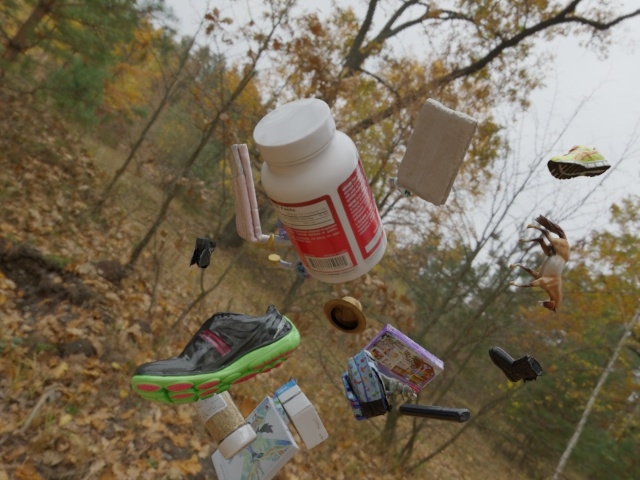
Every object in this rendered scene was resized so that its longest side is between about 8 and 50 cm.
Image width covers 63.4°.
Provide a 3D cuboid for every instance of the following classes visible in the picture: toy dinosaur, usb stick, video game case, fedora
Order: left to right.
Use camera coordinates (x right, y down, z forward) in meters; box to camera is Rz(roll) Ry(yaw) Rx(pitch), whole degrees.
[{"bbox_3d":[-0.253,0.790,1.927,0.036,0.329,0.300,45,-2,-32],"label":"video game case"},{"bbox_3d":[0.106,0.277,2.005,0.194,0.079,0.194,19,-43,19],"label":"fedora"},{"bbox_3d":[0.232,0.514,1.767,0.064,0.118,0.268,5,-29,45],"label":"toy dinosaur"},{"bbox_3d":[0.396,0.604,1.821,0.077,0.045,0.278,2,-11,-39],"label":"usb stick"}]

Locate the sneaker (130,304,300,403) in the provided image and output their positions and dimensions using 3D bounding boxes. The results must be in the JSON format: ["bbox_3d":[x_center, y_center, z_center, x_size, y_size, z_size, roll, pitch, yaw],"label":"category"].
[{"bbox_3d":[-0.297,0.315,1.469,0.202,0.483,0.185,59,-36,26],"label":"sneaker"}]

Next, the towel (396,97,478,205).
[{"bbox_3d":[0.342,-0.257,1.544,0.049,0.282,0.187,-7,35,-46],"label":"towel"}]

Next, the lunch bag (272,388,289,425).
[{"bbox_3d":[-0.170,0.767,2.338,0.096,0.129,0.151,7,-45,45],"label":"lunch bag"}]

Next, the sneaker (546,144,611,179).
[{"bbox_3d":[0.748,-0.237,1.528,0.209,0.094,0.081,-2,-25,-21],"label":"sneaker"}]

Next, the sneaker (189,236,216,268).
[{"bbox_3d":[-0.338,0.039,1.495,0.051,0.089,0.170,6,-5,0],"label":"sneaker"}]

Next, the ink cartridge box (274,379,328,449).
[{"bbox_3d":[-0.065,0.563,1.687,0.139,0.082,0.191,66,-14,-17],"label":"ink cartridge box"}]

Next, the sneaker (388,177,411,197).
[{"bbox_3d":[0.274,-0.191,1.827,0.069,0.038,0.098,20,-22,51],"label":"sneaker"}]

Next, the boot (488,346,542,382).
[{"bbox_3d":[0.518,0.323,1.374,0.121,0.045,0.099,52,-34,5],"label":"boot"}]

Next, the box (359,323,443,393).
[{"bbox_3d":[0.333,0.502,2.161,0.293,0.201,0.057,36,26,-6],"label":"box"}]

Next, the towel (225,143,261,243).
[{"bbox_3d":[-0.263,-0.153,1.731,0.332,0.054,0.316,-162,-117,-75],"label":"towel"}]

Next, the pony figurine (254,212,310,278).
[{"bbox_3d":[0.000,0.000,1.766,0.364,0.351,0.302,16,50,-23],"label":"pony figurine"}]

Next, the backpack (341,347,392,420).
[{"bbox_3d":[0.124,0.411,1.507,0.158,0.117,0.173,-109,180,-60],"label":"backpack"}]

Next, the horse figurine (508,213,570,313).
[{"bbox_3d":[0.637,0.058,1.471,0.175,0.263,0.066,19,-5,-3],"label":"horse figurine"}]

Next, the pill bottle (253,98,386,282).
[{"bbox_3d":[0.001,-0.108,1.212,0.229,0.229,0.407,33,-24,45],"label":"pill bottle"}]

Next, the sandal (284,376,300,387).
[{"bbox_3d":[-0.127,0.589,2.015,0.055,0.097,0.254,24,-8,-5],"label":"sandal"}]

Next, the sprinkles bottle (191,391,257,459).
[{"bbox_3d":[-0.352,0.528,1.689,0.355,0.121,0.121,50,3,19],"label":"sprinkles bottle"}]
